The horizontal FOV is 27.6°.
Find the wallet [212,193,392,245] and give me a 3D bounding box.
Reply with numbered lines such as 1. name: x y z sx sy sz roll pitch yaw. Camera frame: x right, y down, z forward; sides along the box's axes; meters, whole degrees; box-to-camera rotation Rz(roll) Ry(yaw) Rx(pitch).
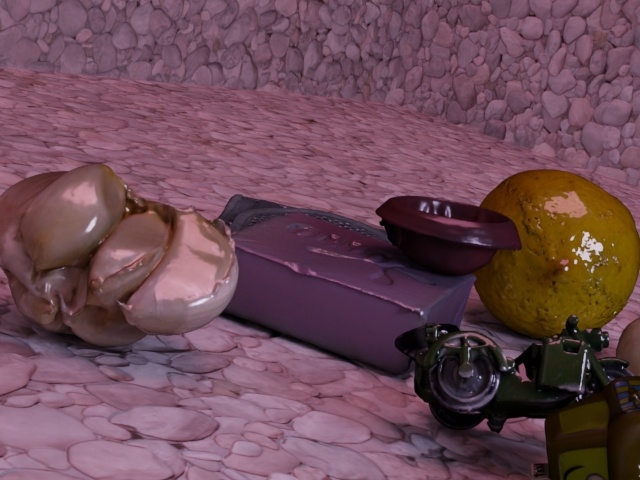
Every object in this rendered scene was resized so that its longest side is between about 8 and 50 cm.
1. wallet: 0.000 0.000 2.079 0.342 0.075 0.237 15 16 3

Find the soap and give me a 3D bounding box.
1. soap: 0.032 0.067 1.750 0.296 0.107 0.285 18 15 15

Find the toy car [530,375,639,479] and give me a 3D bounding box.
1. toy car: 0.305 0.225 1.272 0.198 0.204 0.248 -8 9 8

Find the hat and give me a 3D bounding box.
1. hat: 0.171 -0.002 1.768 0.206 0.089 0.205 11 11 -2

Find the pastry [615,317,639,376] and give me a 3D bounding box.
1. pastry: 0.501 0.167 1.849 0.156 0.092 0.156 9 20 -3

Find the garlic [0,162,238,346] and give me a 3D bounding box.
1. garlic: -0.250 0.037 1.466 0.281 0.184 0.203 33 39 -4

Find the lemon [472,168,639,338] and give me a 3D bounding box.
1. lemon: 0.347 0.017 1.953 0.258 0.257 0.310 12 19 -6

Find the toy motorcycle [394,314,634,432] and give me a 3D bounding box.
1. toy motorcycle: 0.220 0.141 1.426 0.275 0.127 0.205 -2 -18 3
